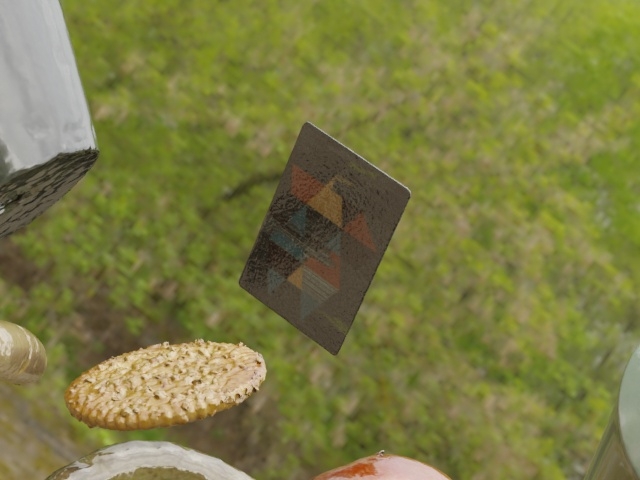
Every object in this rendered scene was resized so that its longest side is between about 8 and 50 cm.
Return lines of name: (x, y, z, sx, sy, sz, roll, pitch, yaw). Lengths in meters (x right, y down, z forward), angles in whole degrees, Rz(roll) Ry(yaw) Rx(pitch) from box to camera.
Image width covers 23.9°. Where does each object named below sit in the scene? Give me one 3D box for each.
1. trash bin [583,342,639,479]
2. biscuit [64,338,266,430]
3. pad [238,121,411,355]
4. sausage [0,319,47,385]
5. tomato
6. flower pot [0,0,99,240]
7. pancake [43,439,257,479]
trash bin: (0.420, 0.255, 1.593, 0.280, 0.280, 0.432, 36, -27, 17)
biscuit: (-0.188, 0.171, 1.838, 0.254, 0.254, 0.035, -154, -128, -64)
pad: (0.000, 0.000, 1.544, 0.143, 0.211, 0.003, 35, 30, 21)
sausage: (-0.322, 0.114, 1.541, 0.066, 0.066, 0.301, 37, -7, 1)
tomato: (0.017, 0.263, 1.402, 0.237, 0.237, 0.095, 69, -3, -80)
flower pot: (-0.265, -0.087, 1.082, 0.166, 0.269, 0.269, 56, -3, 8)
pancake: (-0.104, 0.276, 1.000, 0.286, 0.288, 0.033, 48, -38, -9)
